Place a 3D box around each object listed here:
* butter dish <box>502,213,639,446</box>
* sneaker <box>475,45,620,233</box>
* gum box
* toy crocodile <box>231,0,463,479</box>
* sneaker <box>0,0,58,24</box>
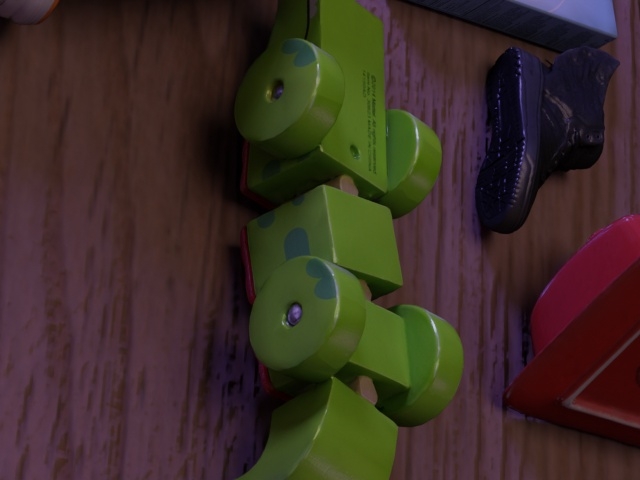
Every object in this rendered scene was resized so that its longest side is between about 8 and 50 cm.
[{"bbox_3d":[0.200,0.039,1.247,0.160,0.160,0.118,19,35,-34],"label":"butter dish"},{"bbox_3d":[0.153,-0.066,1.300,0.089,0.051,0.170,25,52,-25],"label":"sneaker"},{"bbox_3d":[0.117,-0.221,1.349,0.184,0.041,0.157,12,63,-38],"label":"gum box"},{"bbox_3d":[0.000,0.000,1.107,0.115,0.105,0.340,26,51,-44],"label":"toy crocodile"},{"bbox_3d":[-0.209,-0.241,1.035,0.121,0.099,0.262,-3,71,-38],"label":"sneaker"}]
